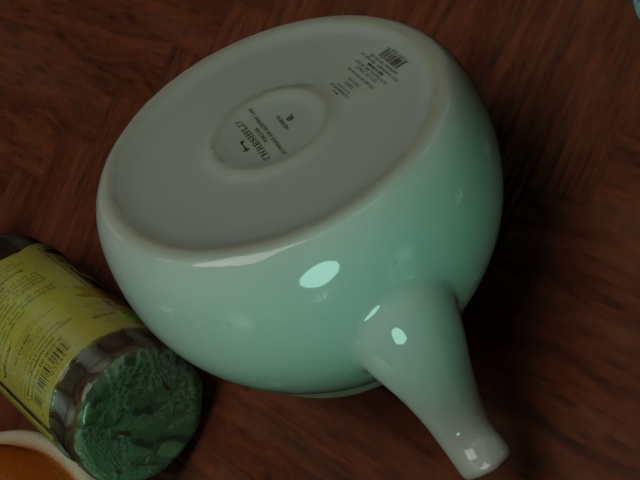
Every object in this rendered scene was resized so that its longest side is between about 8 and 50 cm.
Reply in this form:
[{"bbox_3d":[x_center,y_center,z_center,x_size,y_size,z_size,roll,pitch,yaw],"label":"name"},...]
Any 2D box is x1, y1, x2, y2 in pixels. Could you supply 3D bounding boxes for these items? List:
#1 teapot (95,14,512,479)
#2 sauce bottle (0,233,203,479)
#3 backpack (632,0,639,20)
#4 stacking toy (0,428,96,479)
[{"bbox_3d":[0.000,0.000,0.894,0.253,0.187,0.256,-3,44,26],"label":"teapot"},{"bbox_3d":[-0.218,0.060,1.134,0.344,0.111,0.111,33,98,46],"label":"sauce bottle"},{"bbox_3d":[0.223,-0.120,0.752,0.105,0.114,0.084,-50,45,18],"label":"backpack"},{"bbox_3d":[-0.381,0.257,0.949,0.351,0.480,0.350,-20,61,40],"label":"stacking toy"}]
